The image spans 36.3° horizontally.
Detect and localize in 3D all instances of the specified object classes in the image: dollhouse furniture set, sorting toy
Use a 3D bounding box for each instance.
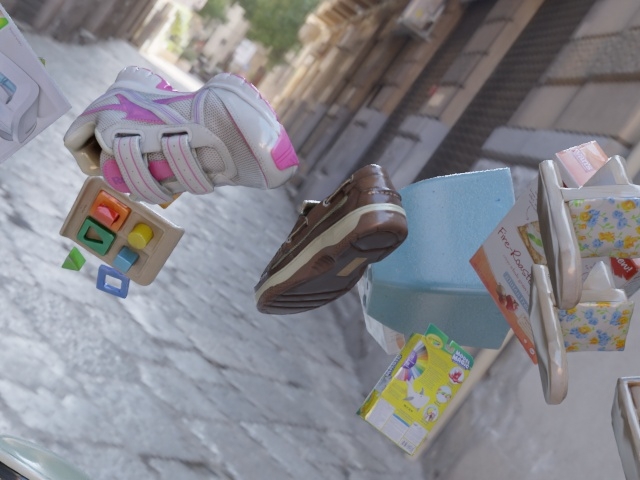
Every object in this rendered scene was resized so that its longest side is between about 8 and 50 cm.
[{"bbox_3d":[0.390,0.137,0.899,0.256,0.362,0.394,-89,175,-48],"label":"dollhouse furniture set"},{"bbox_3d":[-0.365,-0.009,1.765,0.196,0.347,0.047,31,41,-8],"label":"sorting toy"}]

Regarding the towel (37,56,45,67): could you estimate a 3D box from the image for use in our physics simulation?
[{"bbox_3d":[-0.574,-0.326,1.935,0.060,0.083,0.009,7,22,2],"label":"towel"}]

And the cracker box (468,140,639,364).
[{"bbox_3d":[0.277,0.020,1.112,0.155,0.067,0.232,60,-31,22],"label":"cracker box"}]

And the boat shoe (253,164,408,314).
[{"bbox_3d":[0.007,0.001,1.089,0.095,0.257,0.095,9,60,-35],"label":"boat shoe"}]

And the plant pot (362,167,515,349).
[{"bbox_3d":[0.200,0.037,1.717,0.252,0.247,0.247,0,-29,-2],"label":"plant pot"}]

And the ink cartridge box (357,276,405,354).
[{"bbox_3d":[0.118,0.124,1.980,0.145,0.045,0.179,-135,-147,-67],"label":"ink cartridge box"}]

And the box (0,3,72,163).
[{"bbox_3d":[-0.584,-0.261,1.599,0.127,0.231,0.262,36,-19,39],"label":"box"}]

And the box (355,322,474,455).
[{"bbox_3d":[0.147,0.222,1.483,0.105,0.179,0.043,40,-9,-16],"label":"box"}]

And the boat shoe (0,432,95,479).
[{"bbox_3d":[-0.312,0.370,1.263,0.340,0.113,0.127,41,-4,-34],"label":"boat shoe"}]

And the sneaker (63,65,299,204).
[{"bbox_3d":[-0.124,-0.075,0.835,0.252,0.111,0.103,12,-42,44],"label":"sneaker"}]
